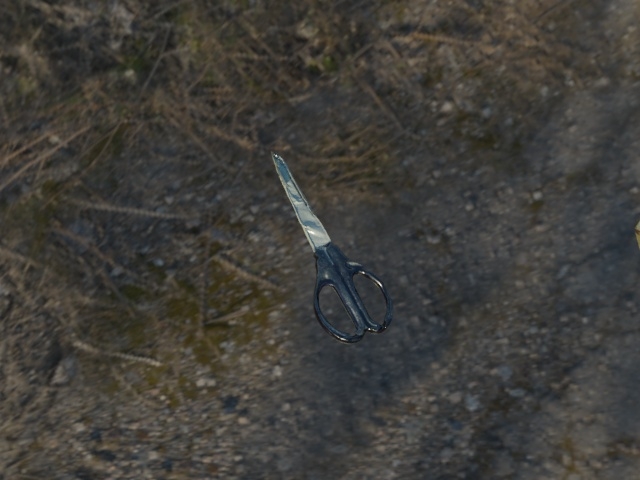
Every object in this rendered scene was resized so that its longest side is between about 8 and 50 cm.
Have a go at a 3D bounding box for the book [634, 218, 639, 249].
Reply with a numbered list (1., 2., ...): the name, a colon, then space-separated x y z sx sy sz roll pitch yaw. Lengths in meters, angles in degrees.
1. book: 0.374 0.066 0.999 0.026 0.161 0.231 -56 145 -15

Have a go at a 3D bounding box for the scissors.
1. scissors: 0.000 0.000 1.517 0.109 0.022 0.300 -20 74 -22
